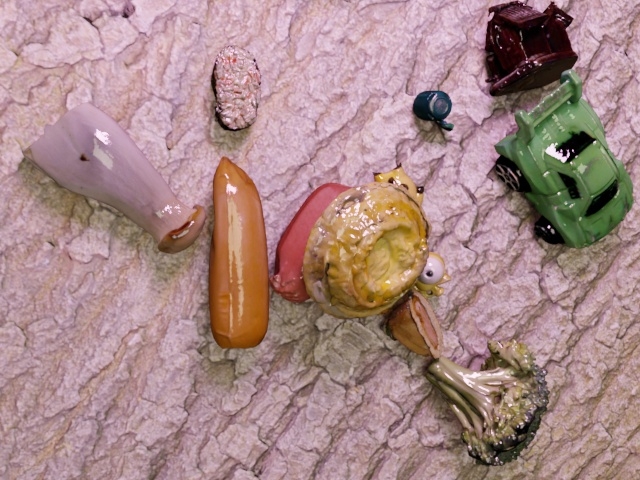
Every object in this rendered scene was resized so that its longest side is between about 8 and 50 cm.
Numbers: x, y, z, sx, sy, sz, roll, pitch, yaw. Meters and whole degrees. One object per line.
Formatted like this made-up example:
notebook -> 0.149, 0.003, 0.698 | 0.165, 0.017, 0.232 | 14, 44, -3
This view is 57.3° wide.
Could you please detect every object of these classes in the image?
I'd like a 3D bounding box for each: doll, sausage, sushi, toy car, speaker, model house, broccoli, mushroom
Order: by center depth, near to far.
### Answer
mushroom -> -0.359, -0.102, 1.059 | 0.329, 0.122, 0.159 | 43, 122, -12
sushi -> -0.157, -0.281, 1.092 | 0.090, 0.078, 0.150 | -2, 95, -12
sausage -> -0.154, 0.021, 1.094 | 0.116, 0.134, 0.354 | 2, 98, 12
sausage -> 0.000, 0.000, 1.123 | 0.148, 0.148, 0.254 | 34, 93, -13
speaker -> 0.231, -0.256, 1.182 | 0.060, 0.075, 0.094 | -29, 110, -8
doll -> 0.178, -0.010, 1.189 | 0.117, 0.086, 0.291 | -16, 101, 20
broccoli -> 0.331, 0.321, 1.198 | 0.243, 0.247, 0.263 | 30, 131, 17
toy car -> 0.508, -0.152, 1.201 | 0.213, 0.176, 0.358 | -38, 102, -5
model house -> 0.424, -0.404, 1.201 | 0.203, 0.141, 0.164 | -16, 78, -30

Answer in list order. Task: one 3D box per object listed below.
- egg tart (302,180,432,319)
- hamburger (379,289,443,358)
egg tart -> 0.099, 0.028, 1.052 | 0.279, 0.095, 0.279 | -14, 118, -27
hamburger -> 0.182, 0.167, 1.211 | 0.176, 0.102, 0.087 | 56, 48, -30
